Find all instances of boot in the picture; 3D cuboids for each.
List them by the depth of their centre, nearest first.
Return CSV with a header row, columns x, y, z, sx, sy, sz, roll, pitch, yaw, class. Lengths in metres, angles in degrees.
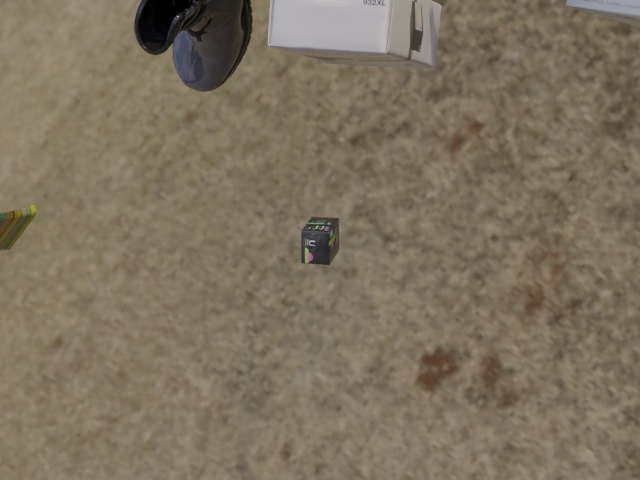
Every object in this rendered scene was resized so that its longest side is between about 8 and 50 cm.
x,y,z,sx,sy,sz,roll,pitch,yaw,class
-0.177,-0.301,1.722,0.223,0.118,0.338,-49,-14,-45,boot

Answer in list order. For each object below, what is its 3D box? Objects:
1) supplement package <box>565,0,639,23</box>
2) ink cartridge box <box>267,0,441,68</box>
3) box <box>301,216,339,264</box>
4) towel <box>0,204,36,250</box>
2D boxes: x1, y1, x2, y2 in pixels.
x,y,z,sx,sy,sz,roll,pitch,yaw,class
0.492,-0.412,1.727,0.199,0.198,0.263,26,105,55,supplement package
0.066,-0.385,2.306,0.223,0.307,0.129,7,94,20,ink cartridge box
0.000,0.000,2.248,0.083,0.052,0.062,-57,-32,-66,box
-0.494,-0.003,1.703,0.102,0.237,0.021,-44,68,40,towel
